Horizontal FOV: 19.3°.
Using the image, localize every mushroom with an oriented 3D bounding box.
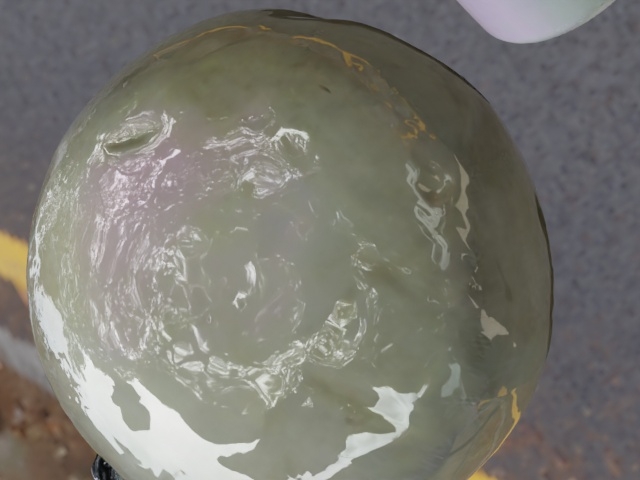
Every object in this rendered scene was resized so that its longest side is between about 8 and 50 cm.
[{"bbox_3d":[0.002,-0.001,1.112,0.315,0.356,0.315,34,157,16],"label":"mushroom"}]

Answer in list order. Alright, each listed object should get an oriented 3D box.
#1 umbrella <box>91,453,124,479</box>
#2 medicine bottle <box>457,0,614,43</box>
[{"bbox_3d":[-0.124,0.151,1.270,0.188,0.050,0.046,126,134,-85],"label":"umbrella"},{"bbox_3d":[0.119,-0.371,1.656,0.388,0.219,0.219,42,164,-30],"label":"medicine bottle"}]
